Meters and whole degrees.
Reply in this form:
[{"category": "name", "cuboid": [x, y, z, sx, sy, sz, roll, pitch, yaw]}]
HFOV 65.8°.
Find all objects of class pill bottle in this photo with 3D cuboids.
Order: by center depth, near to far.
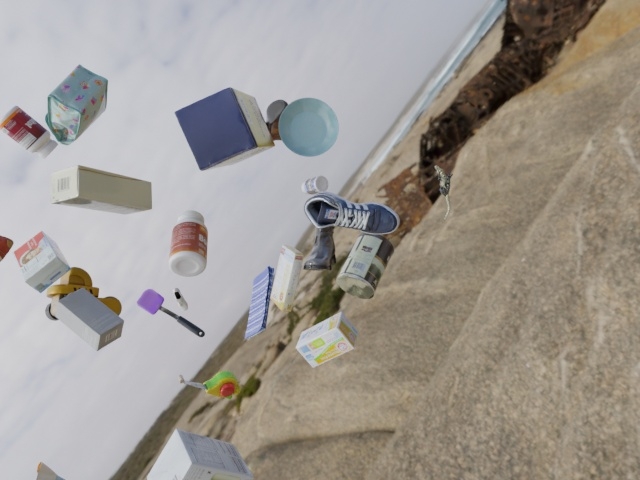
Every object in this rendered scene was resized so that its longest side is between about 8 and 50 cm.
[{"category": "pill bottle", "cuboid": [-0.869, -0.319, 1.474, 0.086, 0.152, 0.086, -31, 32, 22]}, {"category": "pill bottle", "cuboid": [-0.441, 0.005, 1.663, 0.121, 0.121, 0.216, -53, 33, 38]}, {"category": "pill bottle", "cuboid": [-0.029, -0.260, 2.352, 0.078, 0.078, 0.137, -54, 23, -23]}]

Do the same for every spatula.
[{"category": "spatula", "cuboid": [-0.581, 0.294, 1.946, 0.084, 0.296, 0.030, -57, 4, -7]}]

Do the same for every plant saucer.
[{"category": "plant saucer", "cuboid": [-0.039, -0.362, 1.602, 0.195, 0.195, 0.037, -54, 0, -6]}]

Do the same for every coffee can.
[{"category": "coffee can", "cuboid": [0.226, 0.124, 2.475, 0.275, 0.201, 0.201, -61, 4, -28]}]

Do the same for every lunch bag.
[{"category": "lunch bag", "cuboid": [-0.966, -0.523, 1.964, 0.262, 0.160, 0.223, -44, 22, 53]}]

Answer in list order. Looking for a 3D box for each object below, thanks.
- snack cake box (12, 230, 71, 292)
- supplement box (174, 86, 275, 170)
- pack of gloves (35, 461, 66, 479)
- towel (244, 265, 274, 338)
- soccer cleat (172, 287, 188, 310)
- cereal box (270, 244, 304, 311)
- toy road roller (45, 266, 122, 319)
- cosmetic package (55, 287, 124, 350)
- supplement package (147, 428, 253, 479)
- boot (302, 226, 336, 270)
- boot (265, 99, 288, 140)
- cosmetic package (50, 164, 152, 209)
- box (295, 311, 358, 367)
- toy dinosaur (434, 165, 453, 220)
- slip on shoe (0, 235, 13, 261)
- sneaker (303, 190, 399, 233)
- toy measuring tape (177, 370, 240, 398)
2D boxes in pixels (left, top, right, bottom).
[{"category": "snack cake box", "cuboid": [-1.153, 0.084, 2.039, 0.152, 0.264, 0.089, -43, -44, -13]}, {"category": "supplement box", "cuboid": [-0.299, -0.362, 1.635, 0.194, 0.195, 0.356, -21, 9, 9]}, {"category": "pack of gloves", "cuboid": [-0.847, 0.828, 1.522, 0.195, 0.046, 0.232, -96, -5, -46]}, {"category": "towel", "cuboid": [-0.317, 0.316, 2.521, 0.243, 0.040, 0.336, -37, 41, 53]}, {"category": "soccer cleat", "cuboid": [-0.442, 0.188, 1.558, 0.029, 0.083, 0.035, -23, 18, -10]}, {"category": "cereal box", "cuboid": [-0.138, 0.150, 2.014, 0.173, 0.047, 0.240, -149, 72, -66]}, {"category": "toy road roller", "cuboid": [-1.151, 0.265, 2.409, 0.202, 0.329, 0.241, -17, 68, 41]}, {"category": "cosmetic package", "cuboid": [-0.907, 0.306, 1.942, 0.127, 0.238, 0.107, -35, -27, -54]}, {"category": "supplement package", "cuboid": [-0.418, 0.824, 1.723, 0.199, 0.262, 0.198, -59, 35, -3]}, {"category": "boot", "cuboid": [0.000, 0.000, 2.016, 0.338, 0.118, 0.223, -48, -40, -81]}, {"category": "boot", "cuboid": [-0.126, -0.538, 2.302, 0.280, 0.096, 0.264, 2, -34, -33]}, {"category": "cosmetic package", "cuboid": [-0.779, -0.174, 1.776, 0.160, 0.113, 0.309, -7, -7, 28]}, {"category": "box", "cuboid": [0.027, 0.374, 1.863, 0.203, 0.114, 0.103, -32, 15, 26]}, {"category": "toy dinosaur", "cuboid": [0.565, -0.236, 2.240, 0.118, 0.064, 0.268, 70, -163, -70]}, {"category": "slip on shoe", "cuboid": [-1.216, -0.056, 1.718, 0.101, 0.331, 0.123, -52, 2, -31]}, {"category": "sneaker", "cuboid": [0.086, -0.072, 1.463, 0.153, 0.282, 0.099, -30, -45, -68]}, {"category": "toy measuring tape", "cuboid": [-0.480, 0.630, 2.230, 0.121, 0.330, 0.121, -25, 48, 32]}]
